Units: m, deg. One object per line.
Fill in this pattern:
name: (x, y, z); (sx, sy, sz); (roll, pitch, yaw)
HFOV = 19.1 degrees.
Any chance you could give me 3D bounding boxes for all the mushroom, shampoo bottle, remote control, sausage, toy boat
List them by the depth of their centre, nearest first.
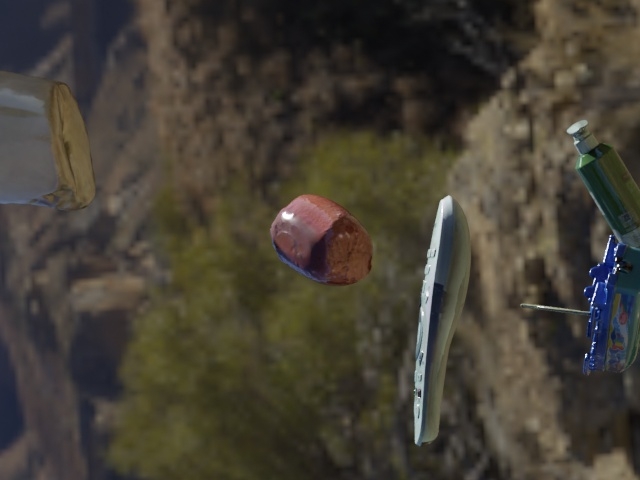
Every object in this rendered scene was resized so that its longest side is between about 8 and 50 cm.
sausage: (0.000, 0.000, 1.403); (0.094, 0.054, 0.059); (35, 115, 52)
mushroom: (-0.401, -0.128, 1.659); (0.353, 0.353, 0.325); (113, 138, -77)
toy boat: (0.230, 0.063, 1.665); (0.175, 0.110, 0.091); (84, -158, -54)
remote control: (0.122, 0.083, 1.933); (0.097, 0.045, 0.256); (-37, -45, -89)
shampoo bottle: (0.392, -0.069, 2.540); (0.204, 0.065, 0.065); (58, 177, -6)
